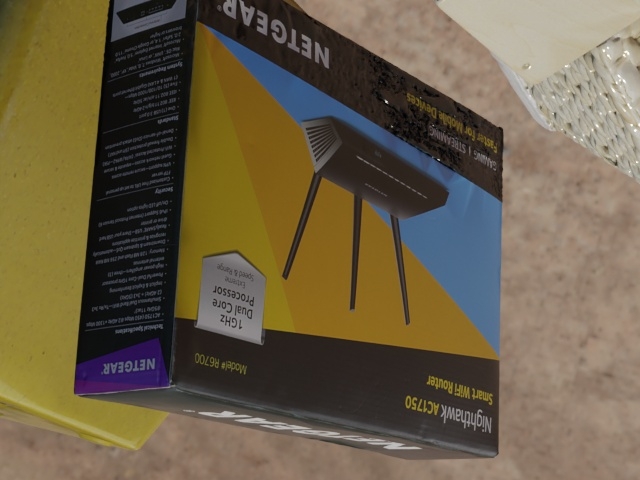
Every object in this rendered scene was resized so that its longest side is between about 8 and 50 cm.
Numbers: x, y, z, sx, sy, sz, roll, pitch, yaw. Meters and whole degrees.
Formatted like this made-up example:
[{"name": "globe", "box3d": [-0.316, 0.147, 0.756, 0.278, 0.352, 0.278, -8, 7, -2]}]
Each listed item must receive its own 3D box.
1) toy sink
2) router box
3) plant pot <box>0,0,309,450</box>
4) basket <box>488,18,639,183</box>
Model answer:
[{"name": "toy sink", "box3d": [0.139, -0.265, 1.048, 0.131, 0.234, 0.153, -32, 145, 24]}, {"name": "router box", "box3d": [0.000, 0.000, 0.461, 0.046, 0.133, 0.179, -9, 162, 37]}, {"name": "plant pot", "box3d": [-0.136, -0.031, 0.546, 0.212, 0.187, 0.212, 7, 162, 33]}, {"name": "basket", "box3d": [0.356, -0.267, 1.380, 0.266, 0.328, 0.331, 45, 178, 45]}]
